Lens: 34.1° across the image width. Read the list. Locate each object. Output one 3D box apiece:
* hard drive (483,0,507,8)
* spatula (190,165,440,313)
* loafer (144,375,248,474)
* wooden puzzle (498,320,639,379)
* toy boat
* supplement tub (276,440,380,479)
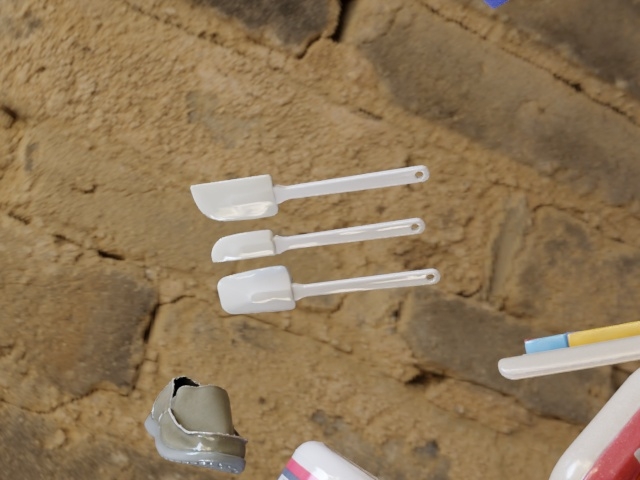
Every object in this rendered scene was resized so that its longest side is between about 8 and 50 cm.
[{"bbox_3d":[0.140,-0.411,1.191,0.318,0.210,0.040,38,-107,-13],"label":"hard drive"},{"bbox_3d":[0.000,0.000,1.083,0.241,0.019,0.168,-7,-63,7],"label":"spatula"},{"bbox_3d":[-0.151,0.214,1.252,0.094,0.251,0.088,18,-94,-26],"label":"loafer"},{"bbox_3d":[0.349,0.129,1.296,0.220,0.238,0.044,-12,-97,21],"label":"wooden puzzle"},{"bbox_3d":[0.331,0.225,1.000,0.231,0.151,0.151,-42,-32,-22],"label":"toy boat"},{"bbox_3d":[-0.012,0.376,1.129,0.191,0.191,0.272,37,-98,-17],"label":"supplement tub"}]
